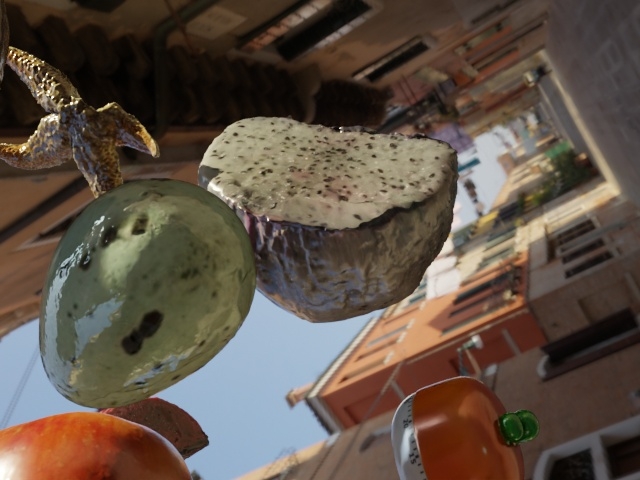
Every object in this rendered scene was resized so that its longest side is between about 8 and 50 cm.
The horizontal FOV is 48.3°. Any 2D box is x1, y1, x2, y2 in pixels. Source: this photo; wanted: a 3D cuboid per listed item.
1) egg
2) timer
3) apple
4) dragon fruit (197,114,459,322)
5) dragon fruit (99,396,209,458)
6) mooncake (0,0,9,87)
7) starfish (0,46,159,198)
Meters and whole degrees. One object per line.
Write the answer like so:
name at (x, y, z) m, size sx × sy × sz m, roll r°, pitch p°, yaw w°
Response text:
egg at (-0.114, 0.039, 0.467) m, size 0.131 × 0.164 × 0.131 m, roll 29°, pitch -174°, yaw -3°
timer at (0.132, 0.179, 0.622) m, size 0.099 × 0.136 × 0.136 m, roll 48°, pitch -157°, yaw -48°
apple at (-0.214, 0.275, 0.574) m, size 0.242 × 0.242 × 0.241 m, roll 45°, pitch -148°, yaw -39°
dragon fruit at (0.000, 0.000, 0.803) m, size 0.221 × 0.283 × 0.204 m, roll 86°, pitch -156°, yaw -43°
dragon fruit at (-0.331, 0.372, 1.273) m, size 0.262 × 0.163 × 0.189 m, roll -10°, pitch -88°, yaw -48°
mooncake at (-0.399, -0.173, 0.549) m, size 0.285 × 0.156 × 0.284 m, roll 4°, pitch -96°, yaw -40°
starfish at (-0.280, -0.109, 0.778) m, size 0.247 × 0.138 × 0.050 m, roll 32°, pitch -161°, yaw 12°
